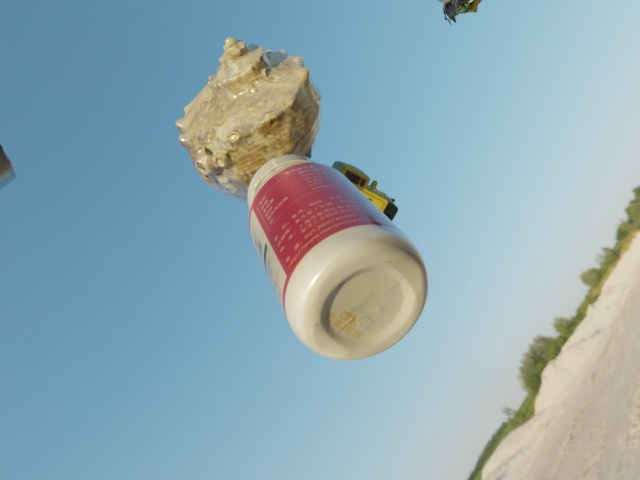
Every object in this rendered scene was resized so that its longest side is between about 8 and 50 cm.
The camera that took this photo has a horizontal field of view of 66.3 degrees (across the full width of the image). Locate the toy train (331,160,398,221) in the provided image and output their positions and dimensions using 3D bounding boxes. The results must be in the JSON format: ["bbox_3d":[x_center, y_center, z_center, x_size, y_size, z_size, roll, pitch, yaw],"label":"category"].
[{"bbox_3d":[0.067,-0.064,0.921,0.219,0.089,0.127,25,-83,-22],"label":"toy train"}]

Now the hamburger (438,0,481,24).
[{"bbox_3d":[0.249,-0.474,0.849,0.189,0.093,0.164,-121,53,-78],"label":"hamburger"}]

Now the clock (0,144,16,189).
[{"bbox_3d":[-0.527,-0.163,0.699,0.042,0.215,0.215,-45,-30,-31],"label":"clock"}]

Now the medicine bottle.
[{"bbox_3d":[0.000,0.000,0.506,0.131,0.250,0.131,-9,-60,-17],"label":"medicine bottle"}]

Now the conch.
[{"bbox_3d":[-0.130,-0.167,0.814,0.210,0.297,0.352,-8,-48,-19],"label":"conch"}]
